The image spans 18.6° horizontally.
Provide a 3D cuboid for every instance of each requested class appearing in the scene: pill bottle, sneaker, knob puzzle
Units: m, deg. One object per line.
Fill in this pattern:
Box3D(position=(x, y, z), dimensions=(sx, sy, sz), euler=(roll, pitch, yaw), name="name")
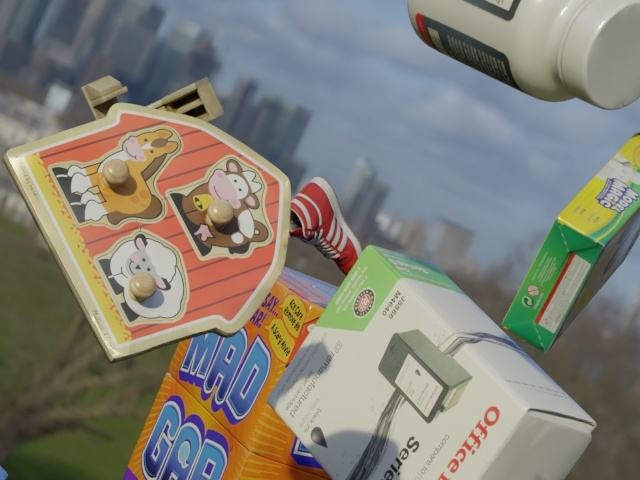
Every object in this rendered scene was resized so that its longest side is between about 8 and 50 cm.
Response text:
Box3D(position=(0.157, -0.160, 1.407), dimensions=(0.108, 0.108, 0.180), euler=(24, 7, -45), name="pill bottle")
Box3D(position=(0.000, 0.000, 2.024), dimensions=(0.042, 0.067, 0.118), euler=(-3, -61, 49), name="sneaker")
Box3D(position=(-0.100, -0.020, 1.382), dimensions=(0.213, 0.213, 0.030), euler=(24, -35, -10), name="knob puzzle")

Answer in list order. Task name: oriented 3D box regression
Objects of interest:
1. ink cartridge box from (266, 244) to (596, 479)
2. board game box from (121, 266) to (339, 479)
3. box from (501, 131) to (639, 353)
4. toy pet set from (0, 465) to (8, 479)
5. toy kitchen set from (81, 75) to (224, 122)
Box3D(position=(0.101, 0.165, 1.867), dimensions=(0.115, 0.198, 0.273), euler=(18, 20, -45), name="ink cartridge box")
Box3D(position=(0.016, 0.257, 2.348), dimensions=(0.357, 0.356, 0.356), euler=(22, 3, -22), name="board game box")
Box3D(position=(0.196, -0.004, 1.381), dimensions=(0.043, 0.105, 0.179), euler=(31, 37, 11), name="box")
Box3D(position=(-0.368, 0.246, 1.976), dimensions=(0.065, 0.122, 0.114), euler=(9, -30, -30), name="toy pet set")
Box3D(position=(-0.140, -0.107, 1.539), dimensions=(0.075, 0.068, 0.083), euler=(-20, 8, 43), name="toy kitchen set")
